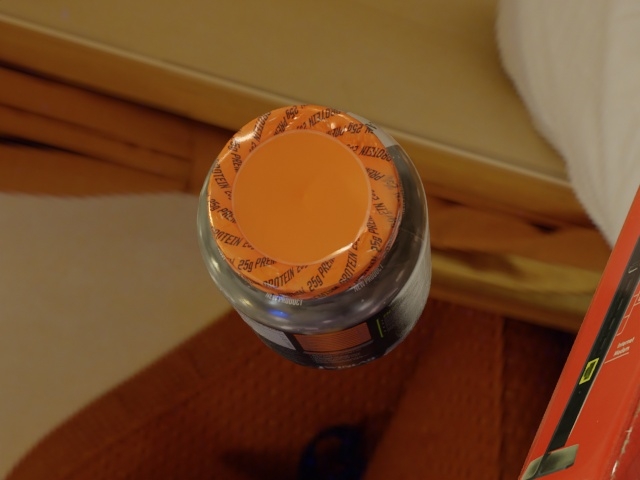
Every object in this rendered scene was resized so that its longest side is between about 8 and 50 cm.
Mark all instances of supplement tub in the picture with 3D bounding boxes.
[{"bbox_3d":[0.000,0.000,0.781,0.190,0.117,0.117,71,-152,-76],"label":"supplement tub"}]

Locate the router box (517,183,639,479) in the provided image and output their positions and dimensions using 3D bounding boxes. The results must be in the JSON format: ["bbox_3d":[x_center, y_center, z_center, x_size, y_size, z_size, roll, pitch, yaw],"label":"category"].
[{"bbox_3d":[0.280,0.052,0.593,0.301,0.335,0.082,-64,9,-22],"label":"router box"}]
